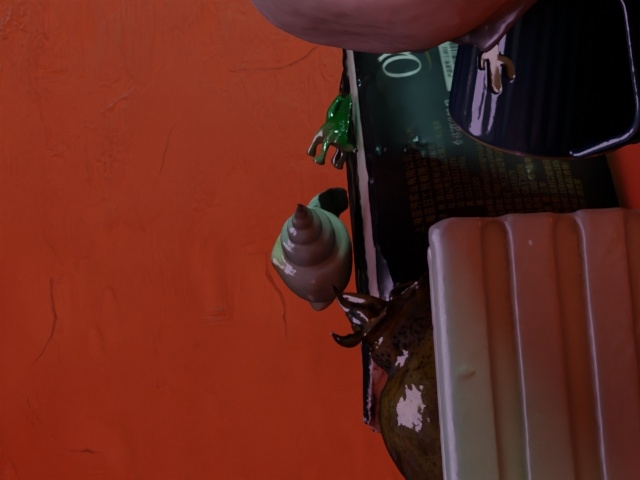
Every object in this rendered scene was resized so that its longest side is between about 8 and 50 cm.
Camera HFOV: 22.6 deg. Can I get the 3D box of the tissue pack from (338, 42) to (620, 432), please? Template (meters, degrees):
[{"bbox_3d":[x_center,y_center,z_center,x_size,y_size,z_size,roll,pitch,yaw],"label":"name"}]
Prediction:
[{"bbox_3d":[0.121,-0.043,1.296,0.198,0.210,0.370,83,-176,-47],"label":"tissue pack"}]

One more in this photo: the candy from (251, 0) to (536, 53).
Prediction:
[{"bbox_3d":[0.051,-0.299,0.944,0.427,0.186,0.386,-50,40,49],"label":"candy"}]

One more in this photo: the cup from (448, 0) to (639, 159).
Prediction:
[{"bbox_3d":[0.163,-0.140,1.024,0.176,0.131,0.155,41,139,47],"label":"cup"}]

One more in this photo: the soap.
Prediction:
[{"bbox_3d":[0.151,0.119,0.943,0.087,0.160,0.265,79,-173,-78],"label":"soap"}]

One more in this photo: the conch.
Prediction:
[{"bbox_3d":[-0.007,0.002,1.267,0.180,0.065,0.088,80,-174,-67],"label":"conch"}]

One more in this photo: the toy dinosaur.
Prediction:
[{"bbox_3d":[0.015,-0.087,1.265,0.119,0.029,0.060,-133,61,-80],"label":"toy dinosaur"}]

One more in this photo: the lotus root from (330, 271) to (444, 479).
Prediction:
[{"bbox_3d":[0.117,0.113,1.059,0.278,0.154,0.154,47,176,5],"label":"lotus root"}]
